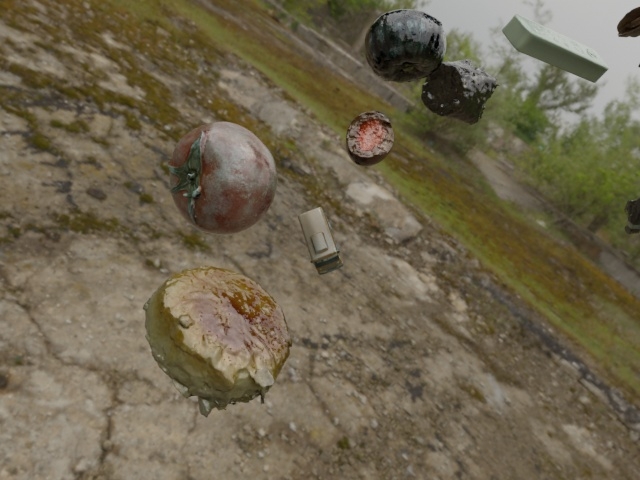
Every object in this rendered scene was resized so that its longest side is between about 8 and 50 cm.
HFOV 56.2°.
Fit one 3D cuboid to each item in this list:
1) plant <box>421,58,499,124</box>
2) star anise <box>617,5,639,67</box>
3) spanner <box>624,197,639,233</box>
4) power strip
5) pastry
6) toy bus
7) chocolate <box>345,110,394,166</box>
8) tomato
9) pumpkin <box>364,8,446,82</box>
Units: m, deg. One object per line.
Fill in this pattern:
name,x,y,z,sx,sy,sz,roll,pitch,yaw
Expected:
plant,0.466,-0.482,1.962,0.188,0.199,0.276,36,28,29
star anise,0.885,-0.558,1.456,0.315,0.315,0.108,46,25,29
spanner,0.789,-0.125,1.430,0.024,0.316,0.087,1,57,5
power strip,0.636,-0.502,1.589,0.385,0.062,0.091,6,50,-34
pastry,-0.206,0.180,1.222,0.330,0.136,0.329,28,33,-20
toy bus,0.000,0.000,1.812,0.103,0.091,0.182,61,10,-60
chocolate,0.119,-0.250,1.525,0.124,0.133,0.127,29,-26,38
tomato,-0.274,-0.172,1.678,0.282,0.316,0.316,-7,44,-50
pumpkin,0.235,-0.538,1.666,0.233,0.233,0.163,12,72,-52
